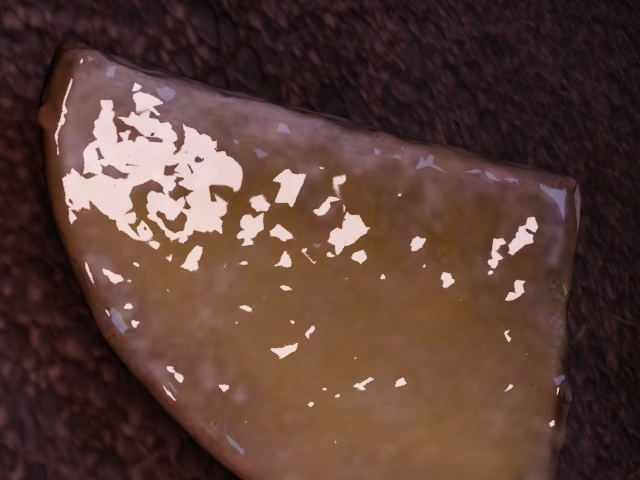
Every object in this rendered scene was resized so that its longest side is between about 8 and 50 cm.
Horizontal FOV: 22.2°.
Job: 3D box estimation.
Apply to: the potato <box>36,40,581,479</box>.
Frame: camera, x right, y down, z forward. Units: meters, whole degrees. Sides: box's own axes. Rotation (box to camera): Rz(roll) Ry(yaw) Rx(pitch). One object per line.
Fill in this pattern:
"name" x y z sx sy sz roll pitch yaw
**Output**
"potato" -0.021 0.031 0.770 0.264 0.211 0.189 15 94 -12
